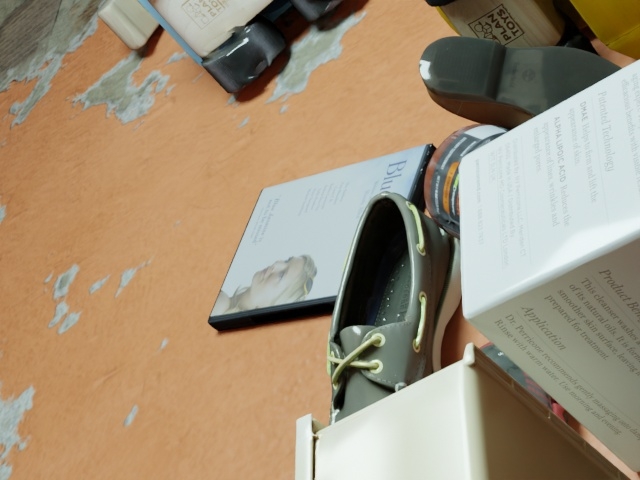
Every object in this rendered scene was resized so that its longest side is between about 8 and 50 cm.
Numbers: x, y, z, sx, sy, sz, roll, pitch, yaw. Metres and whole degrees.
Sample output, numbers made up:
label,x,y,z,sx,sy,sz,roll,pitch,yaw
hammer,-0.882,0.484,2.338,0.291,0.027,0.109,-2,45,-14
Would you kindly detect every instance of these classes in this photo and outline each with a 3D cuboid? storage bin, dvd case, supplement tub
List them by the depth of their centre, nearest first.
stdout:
label,x,y,z,sx,sy,sz,roll,pitch,yaw
storage bin,0.114,0.237,0.683,0.123,0.260,0.262,-32,35,27
supplement tub,0.175,-0.028,1.042,0.106,0.106,0.198,-52,31,-5
dvd case,0.000,0.000,1.308,0.253,0.022,0.180,-12,46,44

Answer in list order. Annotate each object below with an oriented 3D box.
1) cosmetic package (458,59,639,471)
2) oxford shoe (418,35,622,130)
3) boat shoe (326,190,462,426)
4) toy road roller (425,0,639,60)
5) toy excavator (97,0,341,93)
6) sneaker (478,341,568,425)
label,x,y,z,sx,sy,sz,roll,pitch,yaw
cosmetic package,0.298,-0.026,0.789,0.385,0.217,0.156,-28,37,27
oxford shoe,0.193,-0.122,1.112,0.212,0.076,0.076,18,72,19
boat shoe,0.050,0.094,1.078,0.109,0.091,0.305,-20,41,39
toy road roller,0.243,-0.290,1.161,0.329,0.202,0.241,-28,27,32
toy excavator,-0.148,-0.369,1.759,0.433,0.222,0.445,-37,19,19
sneaker,0.096,0.172,0.898,0.097,0.135,0.276,-16,43,44
